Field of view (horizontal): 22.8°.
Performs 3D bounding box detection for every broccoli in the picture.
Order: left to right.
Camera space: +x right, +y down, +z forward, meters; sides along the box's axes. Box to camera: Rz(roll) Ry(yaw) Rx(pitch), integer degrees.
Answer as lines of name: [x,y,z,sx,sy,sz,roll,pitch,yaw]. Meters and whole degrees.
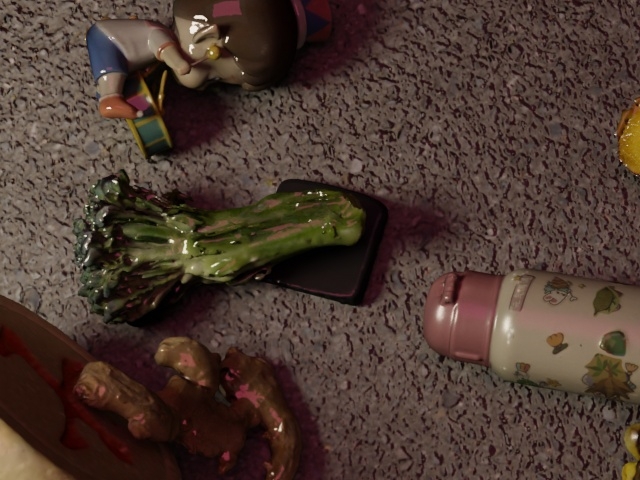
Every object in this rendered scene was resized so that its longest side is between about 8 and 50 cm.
broccoli: [-0.103,-0.005,1.630,0.304,0.145,0.165,-8,69,4]

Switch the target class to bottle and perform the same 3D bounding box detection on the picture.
bottle: [0.228,0.089,1.576,0.253,0.120,0.120,9,71,12]

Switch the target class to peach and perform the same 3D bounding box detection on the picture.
peach: [0.358,-0.104,1.664,0.098,0.061,0.098,-19,57,31]

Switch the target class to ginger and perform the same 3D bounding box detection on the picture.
ginger: [-0.130,0.154,1.563,0.258,0.065,0.149,22,43,-31]

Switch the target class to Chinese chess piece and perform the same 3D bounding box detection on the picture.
Chinese chess piece: [-0.285,0.188,1.482,0.140,0.338,0.338,-46,70,9]

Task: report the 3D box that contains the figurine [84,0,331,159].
figurine: [-0.119,-0.208,1.717,0.275,0.161,0.158,-25,110,-1]

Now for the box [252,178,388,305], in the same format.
box: [0.000,0.000,1.685,0.126,0.027,0.125,14,69,13]

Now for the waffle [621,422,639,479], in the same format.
waffle: [0.425,0.244,1.494,0.281,0.058,0.301,-15,84,-9]
